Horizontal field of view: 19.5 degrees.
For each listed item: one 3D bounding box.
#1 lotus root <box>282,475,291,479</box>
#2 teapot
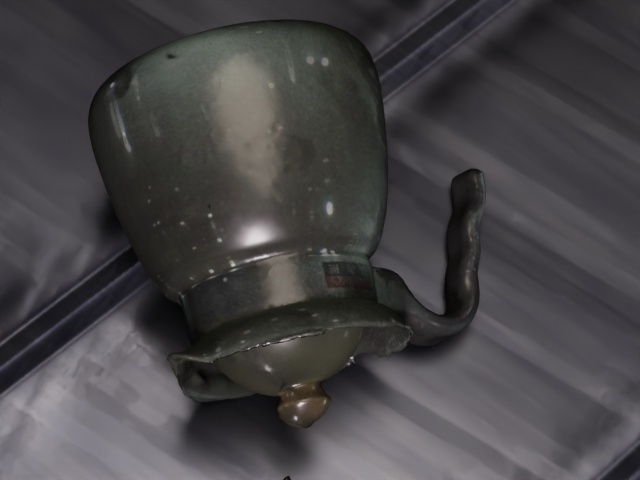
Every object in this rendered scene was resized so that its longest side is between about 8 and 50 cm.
[{"bbox_3d":[-0.043,0.267,1.339,0.108,0.094,0.190,21,56,-21],"label":"lotus root"},{"bbox_3d":[-0.022,0.007,1.422,0.223,0.305,0.285,-20,73,26],"label":"teapot"}]
